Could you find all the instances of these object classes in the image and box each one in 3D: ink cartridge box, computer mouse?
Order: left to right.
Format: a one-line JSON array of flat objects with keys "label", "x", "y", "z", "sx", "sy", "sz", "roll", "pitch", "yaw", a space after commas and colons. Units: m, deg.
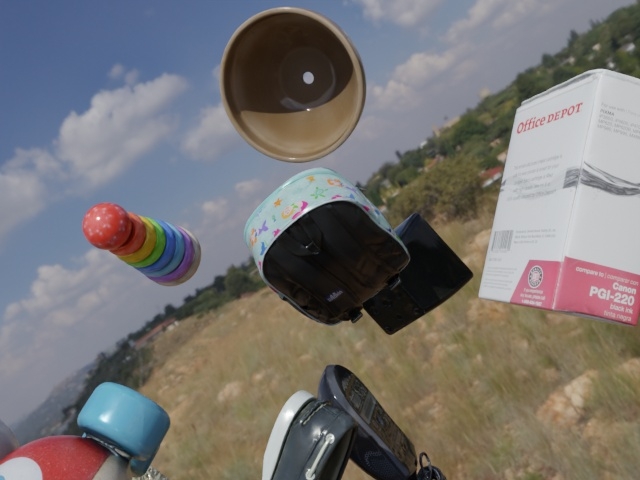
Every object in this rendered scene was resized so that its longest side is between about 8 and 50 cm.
[{"label": "computer mouse", "x": 0.077, "y": 0.307, "z": 0.943, "sx": 0.072, "sy": 0.272, "sz": 0.188, "roll": -41, "pitch": -7, "yaw": 15}, {"label": "ink cartridge box", "x": 0.246, "y": -0.037, "z": 0.630, "sx": 0.158, "sy": 0.092, "sz": 0.218, "roll": 178, "pitch": 103, "yaw": -80}]

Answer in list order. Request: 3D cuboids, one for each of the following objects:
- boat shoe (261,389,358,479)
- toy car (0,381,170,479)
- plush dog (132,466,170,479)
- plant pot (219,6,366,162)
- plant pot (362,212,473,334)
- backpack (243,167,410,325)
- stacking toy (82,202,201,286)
[{"label": "boat shoe", "x": -0.032, "y": 0.344, "z": 0.794, "sx": 0.091, "sy": 0.303, "sz": 0.114, "roll": 18, "pitch": 12, "yaw": 29}, {"label": "toy car", "x": -0.287, "y": 0.204, "z": 0.533, "sx": 0.219, "sy": 0.237, "sz": 0.210, "roll": -63, "pitch": 4, "yaw": -31}, {"label": "plush dog", "x": -0.366, "y": 0.587, "z": 1.414, "sx": 0.262, "sy": 0.225, "sz": 0.211, "roll": -38, "pitch": 24, "yaw": 44}, {"label": "plant pot", "x": -0.034, "y": -0.254, "z": 1.030, "sx": 0.237, "sy": 0.237, "sz": 0.110, "roll": -33, "pitch": 10, "yaw": 28}, {"label": "plant pot", "x": 0.178, "y": 0.089, "z": 1.367, "sx": 0.188, "sy": 0.187, "sz": 0.167, "roll": -42, "pitch": 2, "yaw": 44}, {"label": "backpack", "x": 0.000, "y": 0.000, "z": 1.082, "sx": 0.225, "sy": 0.191, "sz": 0.253, "roll": -41, "pitch": -42, "yaw": 11}, {"label": "stacking toy", "x": -0.367, "y": 0.001, "z": 1.313, "sx": 0.141, "sy": 0.141, "sz": 0.330, "roll": -34, "pitch": -18, "yaw": 2}]
